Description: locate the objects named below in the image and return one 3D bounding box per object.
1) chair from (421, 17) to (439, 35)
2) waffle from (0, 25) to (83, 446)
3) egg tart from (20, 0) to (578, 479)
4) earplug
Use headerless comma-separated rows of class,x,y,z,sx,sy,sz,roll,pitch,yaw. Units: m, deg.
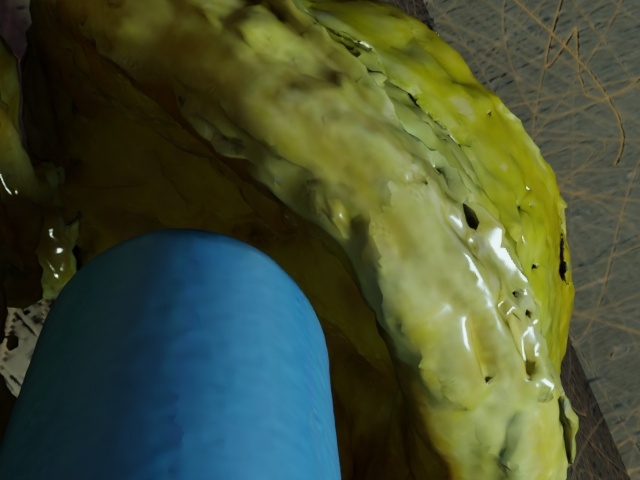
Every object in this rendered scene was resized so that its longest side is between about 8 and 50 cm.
chair,0.029,0.067,1.036,0.326,0.183,0.175,66,14,-1
waffle,-0.164,-0.040,0.710,0.281,0.058,0.300,57,19,-48
egg tart,0.000,-0.002,0.833,0.341,0.129,0.341,41,-24,22
earplug,-0.050,0.091,0.631,0.132,0.132,0.273,61,14,-27
